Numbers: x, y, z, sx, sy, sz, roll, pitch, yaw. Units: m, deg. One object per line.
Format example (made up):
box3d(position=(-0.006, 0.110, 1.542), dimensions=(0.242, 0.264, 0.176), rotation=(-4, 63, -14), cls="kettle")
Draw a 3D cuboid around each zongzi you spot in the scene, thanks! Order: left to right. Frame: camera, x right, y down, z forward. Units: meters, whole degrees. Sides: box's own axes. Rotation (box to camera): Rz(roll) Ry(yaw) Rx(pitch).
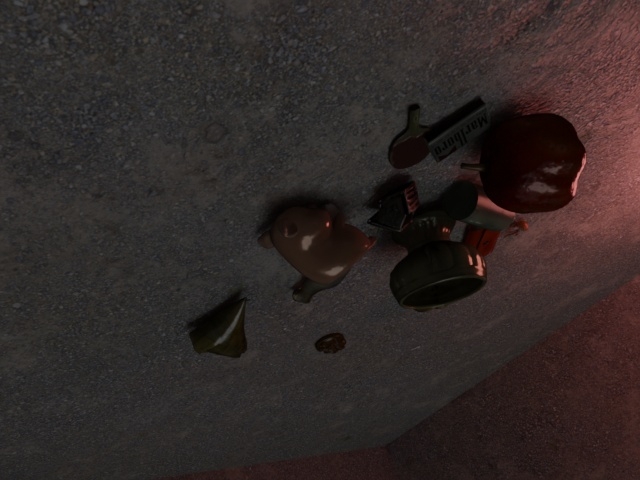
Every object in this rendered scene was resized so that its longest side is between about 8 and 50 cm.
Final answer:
box3d(position=(-0.275, 0.284, 1.984), dimensions=(0.256, 0.115, 0.228), rotation=(-44, 148, 11), cls="zongzi")

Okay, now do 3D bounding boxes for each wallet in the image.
box3d(position=(0.579, -0.002, 2.155), dimensions=(0.142, 0.045, 0.204), rotation=(-17, 148, -11), cls="wallet")

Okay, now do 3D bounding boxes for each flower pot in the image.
box3d(position=(0.354, 0.061, 1.888), dimensions=(0.307, 0.244, 0.307), rotation=(-9, 156, -4), cls="flower pot")

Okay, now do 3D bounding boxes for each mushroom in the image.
box3d(position=(0.000, 0.136, 1.942), dimensions=(0.225, 0.093, 0.116), rotation=(-44, 164, 21), cls="mushroom")

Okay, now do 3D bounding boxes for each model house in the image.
box3d(position=(0.233, -0.113, 1.740), dimensions=(0.165, 0.106, 0.152), rotation=(-41, 157, -51), cls="model house")

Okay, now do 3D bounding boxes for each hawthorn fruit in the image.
box3d(position=(0.550, -0.208, 1.660), dimensions=(0.330, 0.287, 0.287), rotation=(-2, 145, -6), cls="hawthorn fruit")

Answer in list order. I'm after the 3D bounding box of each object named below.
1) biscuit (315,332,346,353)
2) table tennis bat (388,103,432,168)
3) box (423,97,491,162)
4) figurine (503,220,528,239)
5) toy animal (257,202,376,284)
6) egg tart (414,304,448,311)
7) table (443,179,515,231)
box3d(position=(0.049, 0.429, 2.464), dimensions=(0.124, 0.026, 0.175), rotation=(-29, 147, 10), cls="biscuit")
box3d(position=(0.241, -0.267, 1.574), dimensions=(0.131, 0.022, 0.234), rotation=(-21, 149, -6), cls="table tennis bat")
box3d(position=(0.369, -0.289, 1.594), dimensions=(0.177, 0.036, 0.115), rotation=(-35, 150, 9), cls="box")
box3d(position=(0.713, -0.035, 2.195), dimensions=(0.064, 0.047, 0.109), rotation=(-6, 154, -38), cls="figurine")
box3d(position=(-0.002, -0.004, 1.636), dimensions=(0.213, 0.256, 0.195), rotation=(-54, -171, -24), cls="toy animal")
box3d(position=(0.459, 0.224, 2.373), dimensions=(0.252, 0.098, 0.232), rotation=(-2, 146, -37), cls="egg tart")
box3d(position=(0.501, -0.106, 1.877), dimensions=(0.220, 0.126, 0.126), rotation=(11, 134, -43), cls="table")
